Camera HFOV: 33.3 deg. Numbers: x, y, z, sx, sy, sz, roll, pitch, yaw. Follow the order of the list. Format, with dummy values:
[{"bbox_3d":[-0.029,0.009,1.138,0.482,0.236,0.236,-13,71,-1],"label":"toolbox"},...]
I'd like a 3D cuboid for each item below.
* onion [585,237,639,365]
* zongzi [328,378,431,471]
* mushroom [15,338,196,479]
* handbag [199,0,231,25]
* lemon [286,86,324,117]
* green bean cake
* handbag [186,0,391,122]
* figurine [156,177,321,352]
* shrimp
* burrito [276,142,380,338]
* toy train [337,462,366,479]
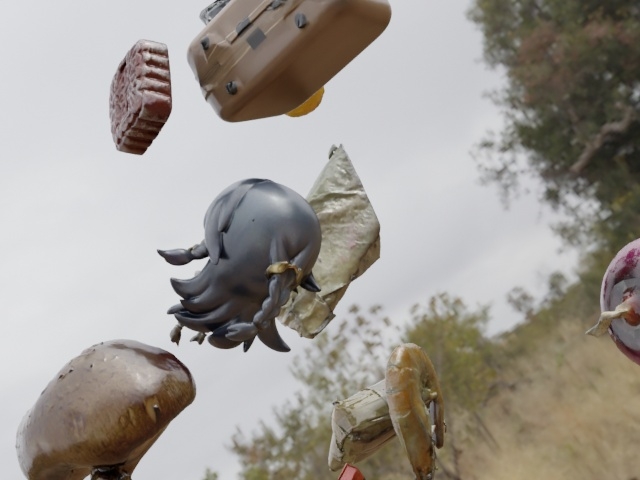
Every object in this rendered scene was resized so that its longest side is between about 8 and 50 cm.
[{"bbox_3d":[0.431,0.078,1.336,0.177,0.177,0.153,-40,-41,26],"label":"onion"},{"bbox_3d":[0.096,0.319,1.848,0.194,0.099,0.197,-22,-32,-23],"label":"zongzi"},{"bbox_3d":[-0.241,0.184,1.173,0.231,0.138,0.194,-35,19,38],"label":"mushroom"},{"bbox_3d":[-0.136,-0.419,1.957,0.139,0.115,0.072,-48,27,3],"label":"handbag"},{"bbox_3d":[-0.051,-0.306,2.051,0.114,0.114,0.155,-31,-50,-20],"label":"lemon"},{"bbox_3d":[-0.264,-0.208,1.553,0.056,0.135,0.136,10,-32,-28],"label":"green bean cake"},{"bbox_3d":[-0.029,-0.316,1.646,0.302,0.149,0.283,-40,-16,31],"label":"handbag"},{"bbox_3d":[-0.103,0.044,1.502,0.175,0.197,0.265,-3,-75,-64],"label":"figurine"},{"bbox_3d":[0.150,0.267,1.595,0.053,0.236,0.133,-12,3,27],"label":"shrimp"},{"bbox_3d":[0.011,0.007,1.791,0.347,0.175,0.107,-58,8,-32],"label":"burrito"},{"bbox_3d":[0.031,0.545,1.746,0.086,0.089,0.409,-54,-22,-57],"label":"toy train"}]
